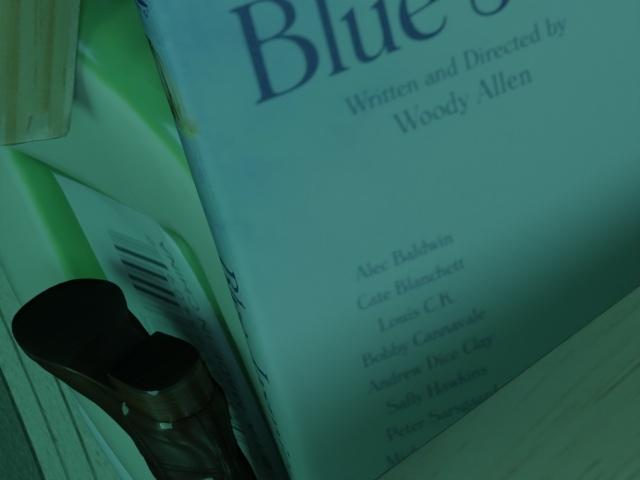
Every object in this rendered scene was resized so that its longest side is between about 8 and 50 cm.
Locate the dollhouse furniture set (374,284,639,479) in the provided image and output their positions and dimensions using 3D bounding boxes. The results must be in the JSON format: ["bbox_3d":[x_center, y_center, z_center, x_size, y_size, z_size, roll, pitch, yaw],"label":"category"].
[{"bbox_3d":[0.191,0.161,0.309,0.394,0.256,0.362,39,154,38],"label":"dollhouse furniture set"}]

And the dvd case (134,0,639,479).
[{"bbox_3d":[0.067,-0.002,0.461,0.022,0.180,0.253,-123,14,-54],"label":"dvd case"}]

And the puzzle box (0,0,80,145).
[{"bbox_3d":[-0.147,-0.260,0.519,0.272,0.052,0.409,33,124,45],"label":"puzzle box"}]

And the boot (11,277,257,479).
[{"bbox_3d":[-0.050,0.073,0.592,0.106,0.037,0.114,28,149,53],"label":"boot"}]

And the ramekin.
[{"bbox_3d":[0.000,0.000,0.632,0.303,0.148,0.303,44,154,28],"label":"ramekin"}]

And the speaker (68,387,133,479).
[{"bbox_3d":[0.004,0.137,0.830,0.296,0.131,0.131,57,157,-1],"label":"speaker"}]
